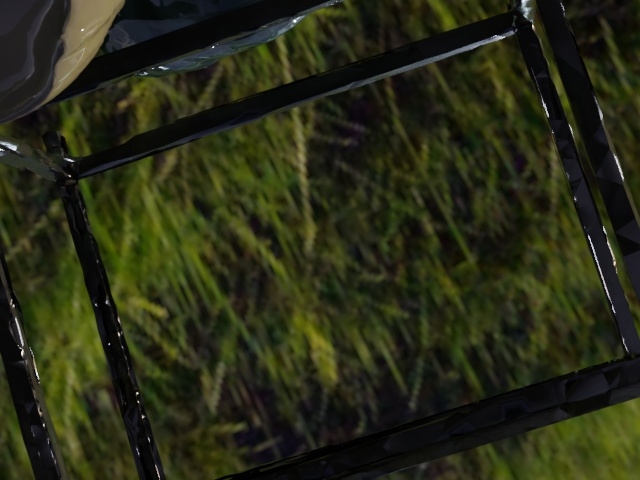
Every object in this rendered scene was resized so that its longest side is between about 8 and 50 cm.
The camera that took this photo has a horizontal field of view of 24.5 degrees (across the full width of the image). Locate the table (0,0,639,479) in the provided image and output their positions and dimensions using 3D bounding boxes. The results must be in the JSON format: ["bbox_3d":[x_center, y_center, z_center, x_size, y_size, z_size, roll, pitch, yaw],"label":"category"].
[{"bbox_3d":[0.000,0.000,0.847,0.335,0.272,0.222,-18,173,6],"label":"table"}]

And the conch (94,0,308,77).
[{"bbox_3d":[-0.064,-0.219,0.844,0.277,0.220,0.195,92,17,-48],"label":"conch"}]

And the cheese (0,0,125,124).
[{"bbox_3d":[-0.168,-0.145,0.493,0.163,0.286,0.082,-4,135,-25],"label":"cheese"}]
